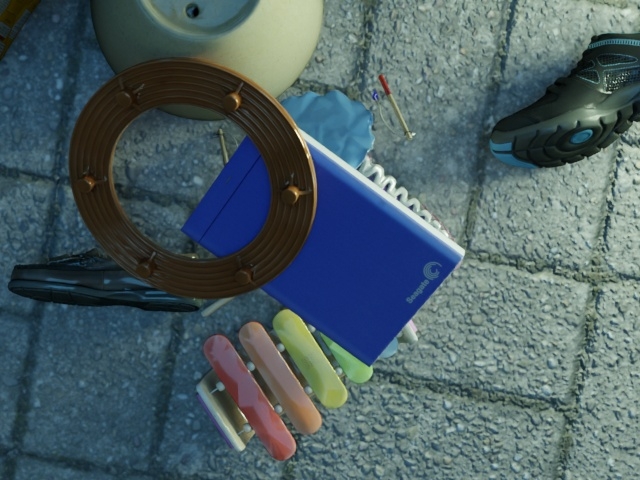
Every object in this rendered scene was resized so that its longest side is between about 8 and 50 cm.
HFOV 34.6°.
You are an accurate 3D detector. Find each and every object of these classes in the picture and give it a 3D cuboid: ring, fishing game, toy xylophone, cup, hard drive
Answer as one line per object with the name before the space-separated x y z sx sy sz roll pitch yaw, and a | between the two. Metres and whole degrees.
ring | -0.171 -0.069 1.329 0.337 0.032 0.336 5 117 11
fishing game | -0.009 -0.134 1.432 0.264 0.041 0.189 -21 50 0
toy xylophone | -0.039 0.147 1.469 0.323 0.081 0.236 -40 95 -1
cup | -0.155 -0.329 1.354 0.331 0.237 0.331 0 94 -3
hard drive | 0.000 0.000 1.367 0.319 0.040 0.210 36 114 -4

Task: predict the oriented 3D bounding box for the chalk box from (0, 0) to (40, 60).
chalk box | -0.531 -0.377 1.357 0.289 0.180 0.179 32 90 -4

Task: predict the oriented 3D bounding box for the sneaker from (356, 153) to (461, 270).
sneaker | 0.096 -0.028 1.466 0.236 0.095 0.104 42 95 1

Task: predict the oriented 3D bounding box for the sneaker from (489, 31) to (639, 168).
sneaker | 0.394 -0.211 1.474 0.341 0.125 0.139 -21 67 1

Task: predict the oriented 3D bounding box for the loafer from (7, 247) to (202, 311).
loafer | -0.299 0.049 1.453 0.268 0.096 0.084 6 73 -11
